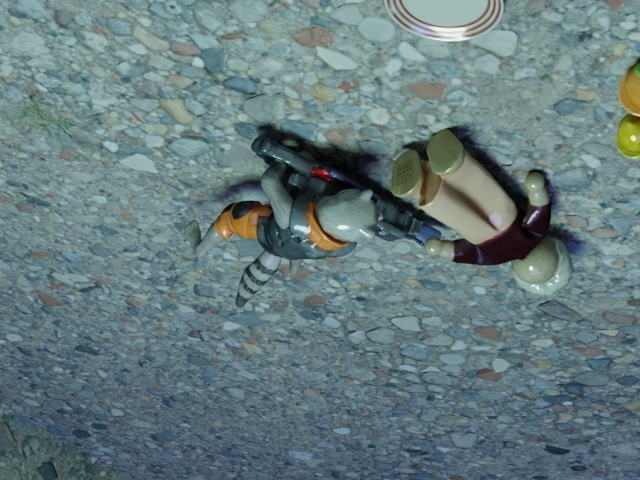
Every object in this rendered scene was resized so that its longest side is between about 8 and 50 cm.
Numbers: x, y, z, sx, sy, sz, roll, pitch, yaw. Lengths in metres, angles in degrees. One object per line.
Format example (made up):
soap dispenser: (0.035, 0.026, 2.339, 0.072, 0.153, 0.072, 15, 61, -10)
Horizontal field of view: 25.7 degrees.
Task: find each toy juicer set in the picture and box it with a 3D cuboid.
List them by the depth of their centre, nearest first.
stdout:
toy juicer set: (0.436, -0.070, 1.722, 0.209, 0.089, 0.329, 30, 146, 52)

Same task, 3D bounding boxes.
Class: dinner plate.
dinner plate: (0.145, -0.283, 1.645, 0.141, 0.017, 0.141, 7, 151, 4)

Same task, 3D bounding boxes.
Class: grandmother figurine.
grandmother figurine: (0.242, -0.021, 1.995, 0.208, 0.104, 0.342, -22, 137, 36)

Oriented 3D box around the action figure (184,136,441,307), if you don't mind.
action figure: (0.000, 0.000, 2.041, 0.341, 0.179, 0.330, 24, 157, -23)
